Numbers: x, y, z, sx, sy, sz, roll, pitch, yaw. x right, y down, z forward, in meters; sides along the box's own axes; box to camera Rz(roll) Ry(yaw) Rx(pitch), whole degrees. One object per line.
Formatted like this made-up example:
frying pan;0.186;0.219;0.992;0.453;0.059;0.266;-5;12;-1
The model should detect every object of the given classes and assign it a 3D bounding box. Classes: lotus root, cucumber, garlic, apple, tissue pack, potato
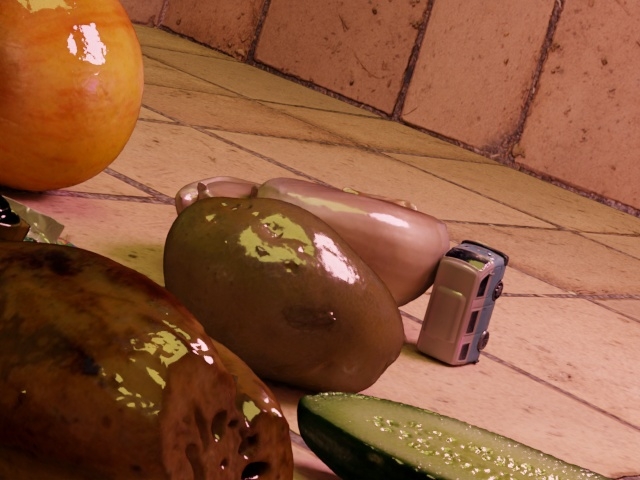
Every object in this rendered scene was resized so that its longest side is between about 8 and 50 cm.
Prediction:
lotus root;-0.145;0.092;0.959;0.291;0.193;0.193;19;10;37
cucumber;0.091;0.177;1.226;0.243;0.063;0.115;22;21;24
garlic;0.000;-0.001;1.768;0.279;0.132;0.325;5;4;29
apple;-0.344;-0.189;1.882;0.286;0.286;0.233;23;20;30
tissue pack;-0.281;0.004;1.488;0.111;0.079;0.085;24;13;31
potato;-0.033;0.050;1.460;0.235;0.160;0.178;30;34;-7

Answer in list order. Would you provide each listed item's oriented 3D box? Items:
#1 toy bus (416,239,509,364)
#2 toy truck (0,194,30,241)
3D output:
toy bus;0.145;0.066;1.714;0.060;0.123;0.075;22;16;26
toy truck;-0.304;0.033;1.222;0.127;0.127;0.257;35;15;13
